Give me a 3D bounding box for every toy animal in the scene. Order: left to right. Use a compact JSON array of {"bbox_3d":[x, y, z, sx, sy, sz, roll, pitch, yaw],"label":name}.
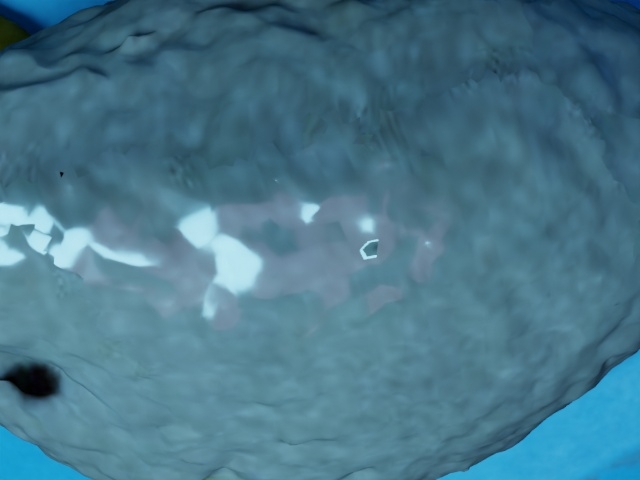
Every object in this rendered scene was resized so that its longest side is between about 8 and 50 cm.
[{"bbox_3d":[0.007,-0.001,0.475,0.359,0.188,0.226,-8,132,-1],"label":"toy animal"}]

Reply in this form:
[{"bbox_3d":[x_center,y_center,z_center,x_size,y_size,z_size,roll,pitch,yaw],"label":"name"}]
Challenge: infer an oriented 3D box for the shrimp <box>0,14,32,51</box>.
[{"bbox_3d":[-0.171,-0.018,0.539,0.133,0.051,0.187,10,112,5],"label":"shrimp"}]
